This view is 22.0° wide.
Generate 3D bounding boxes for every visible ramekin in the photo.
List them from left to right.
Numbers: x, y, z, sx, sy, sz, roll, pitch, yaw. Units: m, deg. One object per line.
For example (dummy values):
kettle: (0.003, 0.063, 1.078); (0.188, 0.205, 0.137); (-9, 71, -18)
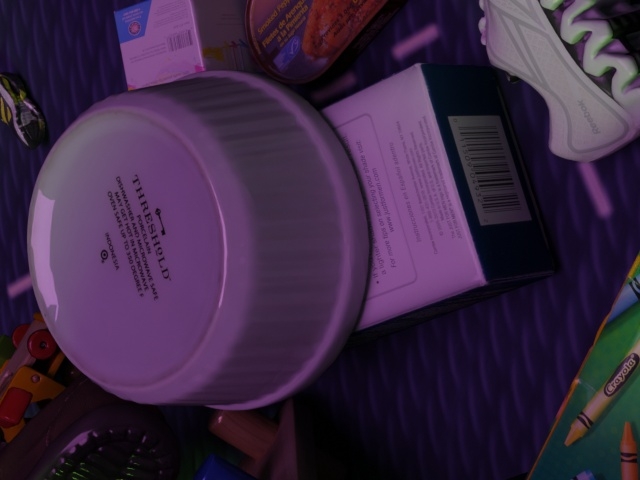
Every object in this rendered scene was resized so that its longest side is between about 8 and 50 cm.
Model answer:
ramekin: (-0.107, 0.003, 1.250); (0.273, 0.127, 0.272); (4, 96, 40)

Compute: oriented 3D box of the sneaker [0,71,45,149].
sneaker: (-0.291, -0.121, 1.580); (0.035, 0.031, 0.083); (-45, 63, 47)

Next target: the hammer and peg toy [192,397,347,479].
hammer and peg toy: (-0.075, 0.279, 1.245); (0.127, 0.361, 0.266); (33, 102, -11)

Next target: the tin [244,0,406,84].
tin: (0.012, -0.207, 1.324); (0.189, 0.040, 0.106); (-46, 72, 32)

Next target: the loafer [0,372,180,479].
loafer: (-0.249, 0.240, 1.397); (0.366, 0.134, 0.130); (-41, 30, 21)

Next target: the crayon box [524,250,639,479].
crayon box: (0.254, 0.068, 1.083); (0.081, 0.165, 0.278); (36, 115, 30)

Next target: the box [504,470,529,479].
box: (0.157, 0.419, 1.004); (0.480, 0.472, 0.297); (43, 120, 26)

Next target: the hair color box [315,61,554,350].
hair color box: (0.000, 0.000, 1.312); (0.347, 0.105, 0.173); (-22, 79, 38)

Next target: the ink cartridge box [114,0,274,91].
ink cartridge box: (-0.101, -0.134, 1.386); (0.092, 0.090, 0.143); (-10, 90, 39)

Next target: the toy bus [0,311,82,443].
toy bus: (-0.259, 0.152, 1.534); (0.104, 0.191, 0.202); (33, 125, -18)

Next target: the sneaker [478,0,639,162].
sneaker: (0.148, -0.188, 1.182); (0.118, 0.110, 0.292); (-44, 68, 43)
